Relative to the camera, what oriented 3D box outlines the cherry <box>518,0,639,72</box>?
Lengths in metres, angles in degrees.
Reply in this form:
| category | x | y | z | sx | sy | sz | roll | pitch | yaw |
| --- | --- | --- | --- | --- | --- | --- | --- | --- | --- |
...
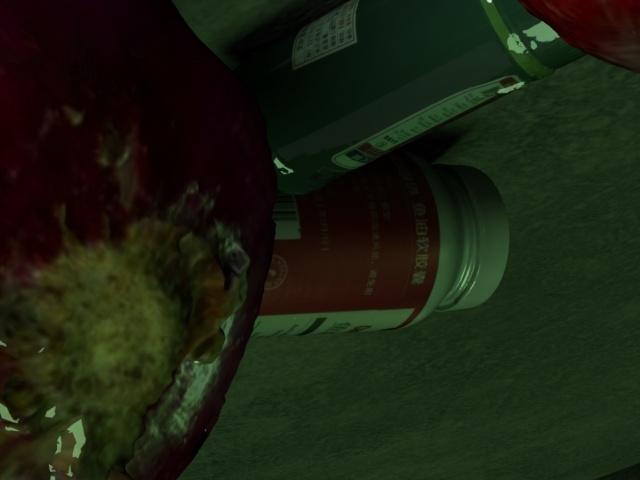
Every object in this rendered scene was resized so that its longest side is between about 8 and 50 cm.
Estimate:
| category | x | y | z | sx | sy | sz | roll | pitch | yaw |
| --- | --- | --- | --- | --- | --- | --- | --- | --- | --- |
| cherry | 0.174 | -0.149 | 0.660 | 0.192 | 0.175 | 0.249 | -18 | 150 | 29 |

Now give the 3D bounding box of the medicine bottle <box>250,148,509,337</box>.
| category | x | y | z | sx | sy | sz | roll | pitch | yaw |
| --- | --- | --- | --- | --- | --- | --- | --- | --- | --- |
| medicine bottle | 0.000 | 0.000 | 1.014 | 0.250 | 0.131 | 0.131 | 0 | 156 | -32 |

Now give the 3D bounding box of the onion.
| category | x | y | z | sx | sy | sz | roll | pitch | yaw |
| --- | --- | --- | --- | --- | --- | --- | --- | --- | --- |
| onion | -0.224 | -0.009 | 0.669 | 0.385 | 0.348 | 0.347 | 18 | -177 | 38 |

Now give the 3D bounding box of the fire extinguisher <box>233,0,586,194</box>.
| category | x | y | z | sx | sy | sz | roll | pitch | yaw |
| --- | --- | --- | --- | --- | --- | --- | --- | --- | --- |
| fire extinguisher | 0.024 | -0.090 | 0.851 | 0.294 | 0.093 | 0.118 | -26 | -166 | 28 |
